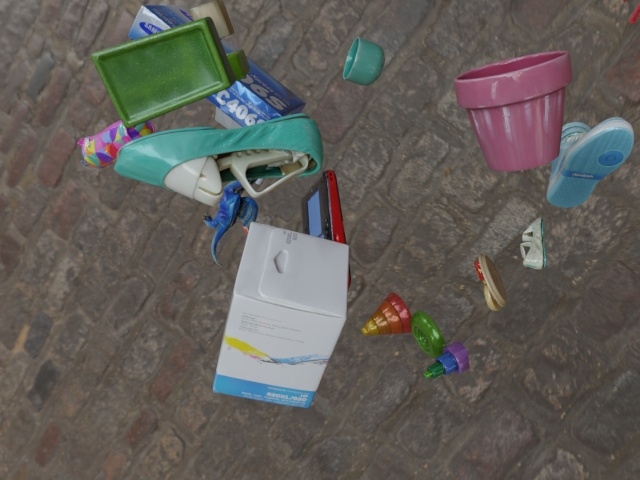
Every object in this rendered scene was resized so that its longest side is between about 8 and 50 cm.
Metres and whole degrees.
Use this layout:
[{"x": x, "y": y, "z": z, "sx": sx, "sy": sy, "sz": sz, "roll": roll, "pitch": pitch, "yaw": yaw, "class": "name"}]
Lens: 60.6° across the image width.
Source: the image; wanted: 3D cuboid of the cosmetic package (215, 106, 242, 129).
[{"x": -0.219, "y": -0.389, "z": 1.736, "sx": 0.238, "sy": 0.127, "sz": 0.107, "roll": 43, "pitch": 135, "yaw": 34, "class": "cosmetic package"}]

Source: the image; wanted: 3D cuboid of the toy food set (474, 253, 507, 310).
[{"x": 0.239, "y": 0.058, "z": 0.772, "sx": 0.020, "sy": 0.082, "sz": 0.083, "roll": -26, "pitch": 78, "yaw": 24, "class": "toy food set"}]

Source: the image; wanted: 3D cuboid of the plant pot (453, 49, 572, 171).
[{"x": 0.359, "y": -0.232, "z": 1.004, "sx": 0.201, "sy": 0.201, "sz": 0.180, "roll": -8, "pitch": 110, "yaw": 23, "class": "plant pot"}]

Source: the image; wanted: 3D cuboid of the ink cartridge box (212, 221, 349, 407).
[{"x": -0.064, "y": 0.123, "z": 0.886, "sx": 0.168, "sy": 0.171, "sz": 0.233, "roll": 13, "pitch": 129, "yaw": -7, "class": "ink cartridge box"}]

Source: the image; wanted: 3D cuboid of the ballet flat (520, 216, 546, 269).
[{"x": 0.483, "y": 0.000, "z": 1.246, "sx": 0.052, "sy": 0.168, "sz": 0.057, "roll": 3, "pitch": 127, "yaw": 18, "class": "ballet flat"}]

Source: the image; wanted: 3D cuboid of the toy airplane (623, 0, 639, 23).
[{"x": 0.712, "y": -0.544, "z": 1.193, "sx": 0.151, "sy": 0.151, "sz": 0.028, "roll": -45, "pitch": 63, "yaw": 16, "class": "toy airplane"}]

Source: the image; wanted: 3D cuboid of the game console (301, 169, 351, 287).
[{"x": 0.000, "y": 0.000, "z": 1.632, "sx": 0.060, "sy": 0.386, "sz": 0.342, "roll": -7, "pitch": 84, "yaw": -14, "class": "game console"}]

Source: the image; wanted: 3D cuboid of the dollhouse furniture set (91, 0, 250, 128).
[{"x": -0.224, "y": -0.332, "z": 0.715, "sx": 0.151, "sy": 0.198, "sz": 0.302, "roll": -16, "pitch": 114, "yaw": 8, "class": "dollhouse furniture set"}]

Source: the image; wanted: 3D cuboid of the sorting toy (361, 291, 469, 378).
[{"x": 0.209, "y": 0.244, "z": 1.337, "sx": 0.126, "sy": 0.365, "sz": 0.127, "roll": -24, "pitch": 111, "yaw": -14, "class": "sorting toy"}]

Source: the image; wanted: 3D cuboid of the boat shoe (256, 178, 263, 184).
[{"x": -0.249, "y": -0.248, "z": 1.899, "sx": 0.184, "sy": 0.066, "sz": 0.063, "roll": 35, "pitch": 108, "yaw": 35, "class": "boat shoe"}]

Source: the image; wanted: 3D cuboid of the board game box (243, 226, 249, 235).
[{"x": -0.179, "y": 0.040, "z": 1.778, "sx": 0.045, "sy": 0.147, "sz": 0.193, "roll": -30, "pitch": 36, "yaw": -6, "class": "board game box"}]

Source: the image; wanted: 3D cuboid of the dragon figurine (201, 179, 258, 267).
[{"x": -0.221, "y": -0.076, "z": 1.410, "sx": 0.143, "sy": 0.085, "sz": 0.290, "roll": 3, "pitch": 81, "yaw": 35, "class": "dragon figurine"}]

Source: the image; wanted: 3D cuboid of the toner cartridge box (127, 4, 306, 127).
[{"x": -0.206, "y": -0.352, "z": 1.142, "sx": 0.347, "sy": 0.165, "sz": 0.075, "roll": 38, "pitch": 117, "yaw": -1, "class": "toner cartridge box"}]

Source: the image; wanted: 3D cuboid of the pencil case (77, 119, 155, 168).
[{"x": -0.558, "y": -0.268, "z": 1.495, "sx": 0.236, "sy": 0.104, "sz": 0.105, "roll": -13, "pitch": 83, "yaw": 34, "class": "pencil case"}]

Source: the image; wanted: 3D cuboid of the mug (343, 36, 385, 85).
[{"x": 0.139, "y": -0.550, "z": 1.673, "sx": 0.097, "sy": 0.129, "sz": 0.158, "roll": 15, "pitch": 60, "yaw": -13, "class": "mug"}]

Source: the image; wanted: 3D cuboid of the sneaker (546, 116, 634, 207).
[{"x": 0.651, "y": -0.244, "z": 1.354, "sx": 0.127, "sy": 0.319, "sz": 0.208, "roll": 12, "pitch": 63, "yaw": 1, "class": "sneaker"}]

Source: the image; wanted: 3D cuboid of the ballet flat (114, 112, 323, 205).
[{"x": -0.105, "y": -0.088, "z": 0.632, "sx": 0.247, "sy": 0.083, "sz": 0.087, "roll": -14, "pitch": 68, "yaw": -20, "class": "ballet flat"}]
